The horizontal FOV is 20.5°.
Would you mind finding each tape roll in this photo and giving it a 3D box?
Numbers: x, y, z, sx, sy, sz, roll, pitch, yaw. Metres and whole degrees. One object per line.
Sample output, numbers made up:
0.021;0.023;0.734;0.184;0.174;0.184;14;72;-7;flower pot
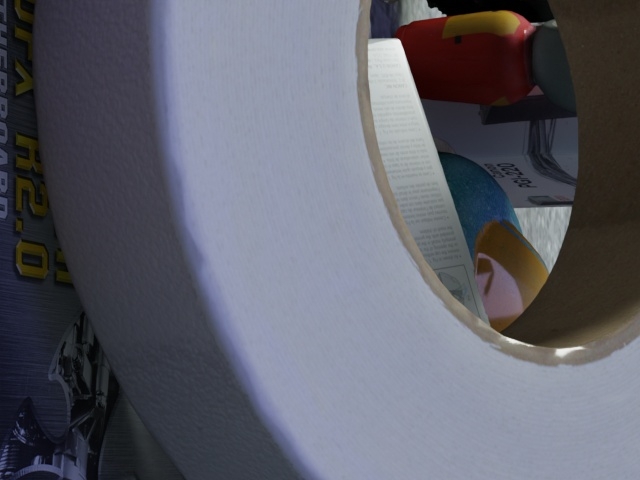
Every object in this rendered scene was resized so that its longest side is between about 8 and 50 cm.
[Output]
0.066;-0.056;0.688;0.392;0.072;0.392;6;81;-42;tape roll

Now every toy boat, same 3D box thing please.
0.090;-0.001;0.973;0.267;0.148;0.318;62;36;-54;toy boat

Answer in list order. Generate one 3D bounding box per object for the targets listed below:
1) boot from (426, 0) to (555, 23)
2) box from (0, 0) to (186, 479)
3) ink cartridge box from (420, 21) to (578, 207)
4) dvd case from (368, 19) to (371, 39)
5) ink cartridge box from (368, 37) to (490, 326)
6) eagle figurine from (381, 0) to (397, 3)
0.146;-0.226;1.172;0.246;0.094;0.207;14;66;-36;boot
-0.109;-0.007;0.616;0.183;0.056;0.231;18;69;-67;box
0.173;-0.079;1.138;0.158;0.218;0.092;28;65;-65;ink cartridge box
-0.007;-0.143;0.962;0.164;0.018;0.221;-27;111;-67;dvd case
0.000;0.000;0.780;0.145;0.045;0.179;-8;79;-42;ink cartridge box
0.127;-0.194;0.931;0.225;0.226;0.298;41;63;-56;eagle figurine
